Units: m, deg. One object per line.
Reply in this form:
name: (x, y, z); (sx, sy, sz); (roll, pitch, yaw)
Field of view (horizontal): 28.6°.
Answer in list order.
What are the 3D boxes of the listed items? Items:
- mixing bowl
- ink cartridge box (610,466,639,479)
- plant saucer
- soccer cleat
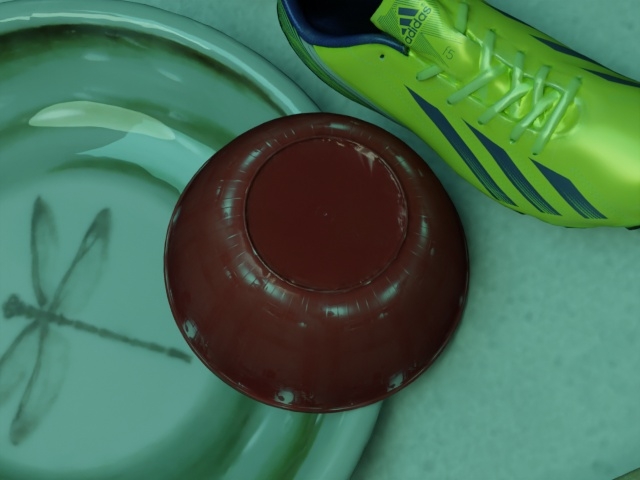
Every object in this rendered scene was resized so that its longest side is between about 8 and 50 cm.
mixing bowl: (0.000, 0.000, 0.696); (0.181, 0.098, 0.181); (1, 74, -3)
ink cartridge box: (0.201, 0.217, 0.581); (0.193, 0.088, 0.234); (-31, 66, 25)
plant saucer: (-0.156, 0.048, 0.777); (0.400, 0.100, 0.400); (0, 73, -2)
soccer cleat: (0.082, -0.094, 0.695); (0.289, 0.121, 0.093); (32, 80, 33)
